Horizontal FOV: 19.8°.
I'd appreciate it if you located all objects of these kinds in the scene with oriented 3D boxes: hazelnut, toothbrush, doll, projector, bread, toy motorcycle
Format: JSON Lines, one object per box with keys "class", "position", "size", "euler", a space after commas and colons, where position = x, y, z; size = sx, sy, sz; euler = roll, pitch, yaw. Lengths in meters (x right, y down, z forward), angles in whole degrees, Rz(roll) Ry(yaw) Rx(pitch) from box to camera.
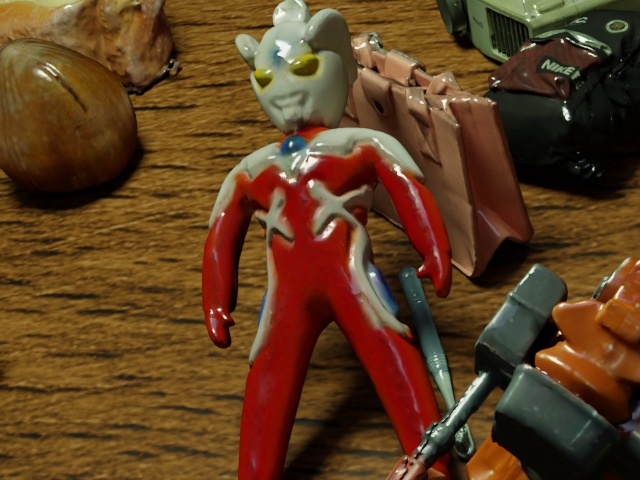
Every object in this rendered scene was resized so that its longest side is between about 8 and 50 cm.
{"class": "hazelnut", "position": [-0.243, -0.123, 1.701], "size": [0.150, 0.150, 0.150], "euler": [-15, 34, 10]}
{"class": "toothbrush", "position": [0.083, 0.084, 1.341], "size": [0.016, 0.019, 0.219], "euler": [-23, 33, 7]}
{"class": "doll", "position": [0.000, 0.000, 1.303], "size": [0.188, 0.099, 0.384], "euler": [-13, 66, 15]}
{"class": "projector", "position": [0.199, -0.254, 1.685], "size": [0.193, 0.088, 0.269], "euler": [-20, 34, -2]}
{"class": "bread", "position": [-0.256, -0.225, 1.870], "size": [0.244, 0.123, 0.190], "euler": [6, 41, 33]}
{"class": "toy motorcycle", "position": [0.135, 0.124, 1.046], "size": [0.148, 0.326, 0.221], "euler": [34, 72, 16]}

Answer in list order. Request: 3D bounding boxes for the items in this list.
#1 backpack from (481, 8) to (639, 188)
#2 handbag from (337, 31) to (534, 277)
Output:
{"class": "backpack", "position": [0.209, -0.126, 1.484], "size": [0.120, 0.106, 0.165], "euler": [8, 47, 43]}
{"class": "handbag", "position": [0.070, -0.075, 1.444], "size": [0.059, 0.157, 0.212], "euler": [-32, 37, -20]}
